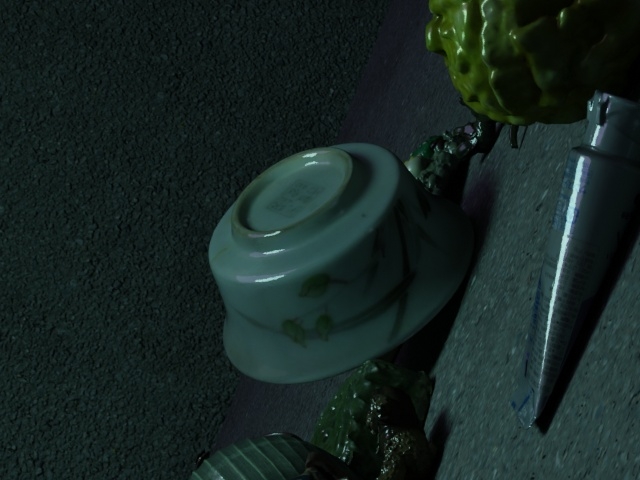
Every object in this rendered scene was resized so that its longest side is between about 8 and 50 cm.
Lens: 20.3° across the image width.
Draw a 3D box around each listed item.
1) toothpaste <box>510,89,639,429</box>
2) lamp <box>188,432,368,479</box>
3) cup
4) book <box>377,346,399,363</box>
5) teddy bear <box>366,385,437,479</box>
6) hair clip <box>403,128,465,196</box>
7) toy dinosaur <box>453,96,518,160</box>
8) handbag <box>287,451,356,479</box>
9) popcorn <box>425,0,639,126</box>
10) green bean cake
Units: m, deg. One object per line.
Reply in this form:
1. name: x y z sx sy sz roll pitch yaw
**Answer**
1. toothpaste: 0.226 0.018 1.578 0.114 0.073 0.299 -108 36 -79
2. lamp: -0.041 0.321 1.892 0.233 0.265 0.233 -19 33 13
3. cup: 0.000 0.000 2.189 0.347 0.163 0.347 -22 32 14
4. book: 0.104 0.082 2.454 0.231 0.026 0.161 -103 38 -79
5. teddy bear: 0.087 0.220 1.894 0.119 0.078 0.160 58 -158 -46
6. hair clip: 0.112 -0.048 2.414 0.138 0.091 0.321 -47 14 38
7. toy dinosaur: 0.235 -0.148 2.280 0.187 0.087 0.179 97 154 -56
8. handbag: -0.004 0.306 1.589 0.190 0.193 0.251 -29 3 -8
9. popcorn: 0.231 -0.223 1.780 0.212 0.259 0.259 -97 28 -49
10. green bean cake: 0.044 0.242 2.067 0.173 0.094 0.181 123 168 -49
